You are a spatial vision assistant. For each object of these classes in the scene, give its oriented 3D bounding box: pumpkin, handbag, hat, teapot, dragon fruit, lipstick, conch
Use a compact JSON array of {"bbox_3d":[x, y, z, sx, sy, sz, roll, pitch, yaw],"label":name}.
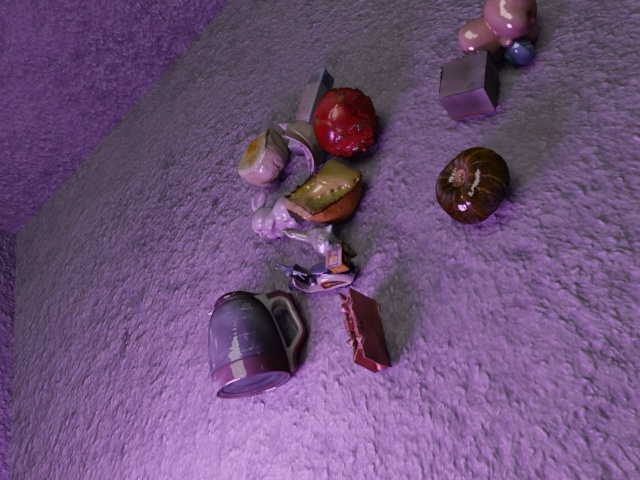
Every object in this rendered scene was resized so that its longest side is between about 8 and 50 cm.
[{"bbox_3d":[0.427,-0.151,1.372,0.219,0.162,0.219,-48,30,41],"label":"pumpkin"},{"bbox_3d":[0.122,0.248,1.368,0.059,0.157,0.213,-29,50,23],"label":"handbag"},{"bbox_3d":[-0.042,-0.355,1.787,0.164,0.219,0.226,-39,20,-11],"label":"hat"},{"bbox_3d":[-0.200,0.296,1.546,0.314,0.233,0.312,-10,62,-13],"label":"teapot"},{"bbox_3d":[0.088,-0.411,1.735,0.241,0.241,0.252,14,93,42],"label":"dragon fruit"},{"bbox_3d":[-0.036,-0.518,1.994,0.076,0.080,0.372,0,66,37],"label":"lipstick"},{"bbox_3d":[0.012,-0.007,1.626,0.234,0.137,0.114,36,102,25],"label":"conch"}]

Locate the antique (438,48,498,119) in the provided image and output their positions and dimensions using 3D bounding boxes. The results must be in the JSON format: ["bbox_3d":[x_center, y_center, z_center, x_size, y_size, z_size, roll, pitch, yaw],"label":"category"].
[{"bbox_3d":[0.461,-0.473,1.525,0.146,0.148,0.152,-5,63,38],"label":"antique"}]

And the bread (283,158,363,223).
[{"bbox_3d":[0.029,-0.142,1.674,0.262,0.163,0.204,-40,41,-19],"label":"bread"}]

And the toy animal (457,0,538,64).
[{"bbox_3d":[0.549,-0.655,1.532,0.221,0.210,0.230,5,105,35],"label":"toy animal"}]

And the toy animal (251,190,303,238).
[{"bbox_3d":[-0.162,-0.101,1.818,0.193,0.127,0.179,-13,56,34],"label":"toy animal"}]

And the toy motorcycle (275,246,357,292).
[{"bbox_3d":[-0.010,0.105,1.560,0.263,0.157,0.091,-17,54,29],"label":"toy motorcycle"}]

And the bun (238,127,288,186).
[{"bbox_3d":[-0.214,-0.319,1.972,0.244,0.153,0.244,-42,33,36],"label":"bun"}]
